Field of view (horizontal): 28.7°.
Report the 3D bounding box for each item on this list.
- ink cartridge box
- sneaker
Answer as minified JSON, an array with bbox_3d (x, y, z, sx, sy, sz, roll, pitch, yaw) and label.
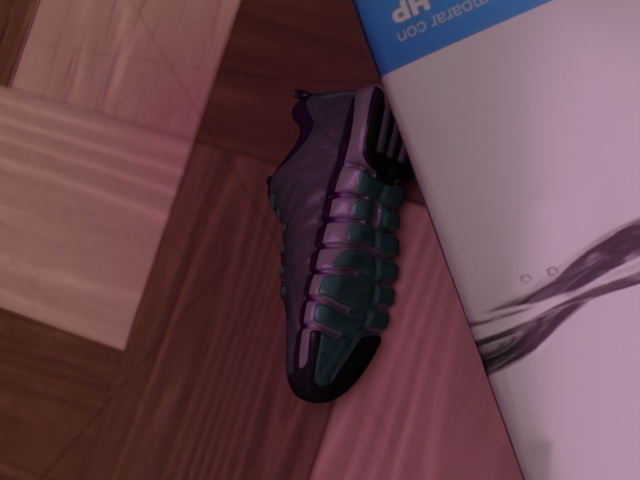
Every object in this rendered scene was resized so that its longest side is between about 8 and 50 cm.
[{"bbox_3d":[0.171,0.008,0.704,0.166,0.285,0.394,-22,76,13],"label":"ink cartridge box"},{"bbox_3d":[0.000,0.000,0.877,0.098,0.083,0.223,7,78,38],"label":"sneaker"}]
